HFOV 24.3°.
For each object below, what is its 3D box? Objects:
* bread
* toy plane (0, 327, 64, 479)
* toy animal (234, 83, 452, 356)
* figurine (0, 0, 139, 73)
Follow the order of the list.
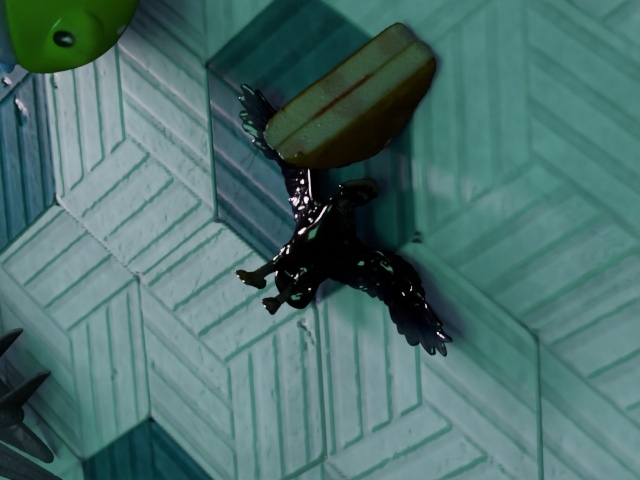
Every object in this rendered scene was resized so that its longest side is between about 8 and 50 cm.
[{"bbox_3d":[0.020,-0.074,0.872,0.043,0.109,0.062,50,172,25],"label":"bread"},{"bbox_3d":[-0.319,0.128,1.076,0.212,0.267,0.088,52,123,18],"label":"toy plane"},{"bbox_3d":[0.000,0.000,0.913,0.108,0.062,0.220,-49,67,18],"label":"toy animal"},{"bbox_3d":[-0.209,-0.198,0.993,0.263,0.143,0.162,28,112,53],"label":"figurine"}]
